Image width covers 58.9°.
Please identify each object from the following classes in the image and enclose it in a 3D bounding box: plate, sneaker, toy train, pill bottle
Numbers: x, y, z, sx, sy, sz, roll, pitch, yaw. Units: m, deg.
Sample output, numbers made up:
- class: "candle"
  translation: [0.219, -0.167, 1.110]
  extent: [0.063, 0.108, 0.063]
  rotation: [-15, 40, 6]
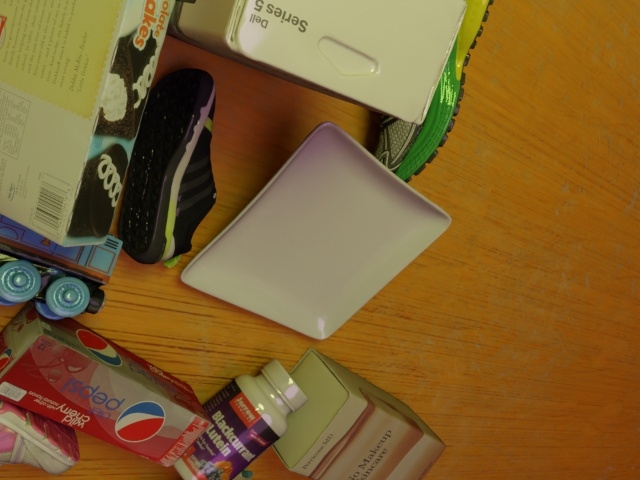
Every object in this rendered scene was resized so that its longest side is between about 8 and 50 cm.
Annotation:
- class: "plate"
  translation: [0.000, 0.000, 0.764]
  extent: [0.278, 0.045, 0.277]
  rotation: [30, 112, -39]
- class: "sneaker"
  translation: [0.109, -0.231, 0.731]
  extent: [0.147, 0.134, 0.343]
  rotation: [10, 114, -6]
- class: "sneaker"
  translation: [-0.163, -0.080, 0.655]
  extent: [0.097, 0.084, 0.234]
  rotation: [-1, 116, -59]
- class: "sneaker"
  translation: [-0.384, 0.200, 0.625]
  extent: [0.111, 0.103, 0.252]
  rotation: [-45, 122, -2]
- class: "toy train"
  translation: [-0.304, 0.015, 0.584]
  extent: [0.184, 0.080, 0.105]
  rotation: [26, 66, -31]
- class: "pill bottle"
  translation: [-0.116, 0.262, 0.814]
  extent: [0.194, 0.108, 0.108]
  rotation: [-39, 127, -11]

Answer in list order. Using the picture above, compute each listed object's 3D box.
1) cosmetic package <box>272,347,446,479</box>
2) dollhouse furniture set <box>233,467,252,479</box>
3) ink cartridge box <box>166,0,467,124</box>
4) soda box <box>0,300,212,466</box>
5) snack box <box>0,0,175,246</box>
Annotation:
- class: "cosmetic package"
  translation: [0.059, 0.320, 0.941]
  extent: [0.296, 0.129, 0.153]
  rotation: [37, 91, -38]
- class: "dollhouse furniture set"
  translation: [-0.169, 0.492, 0.921]
  extent: [0.287, 0.198, 0.303]
  rotation: [-19, 91, -49]
- class: "ink cartridge box"
  translation: [-0.035, -0.214, 0.530]
  extent: [0.199, 0.273, 0.114]
  rotation: [11, 106, -36]
- class: "soda box"
  translation: [-0.261, 0.180, 0.690]
  extent: [0.083, 0.092, 0.263]
  rotation: [-49, 128, -5]
- class: "snack box"
  translation: [-0.229, -0.177, 0.482]
  extent: [0.321, 0.187, 0.060]
  rotation: [-69, 163, 13]
